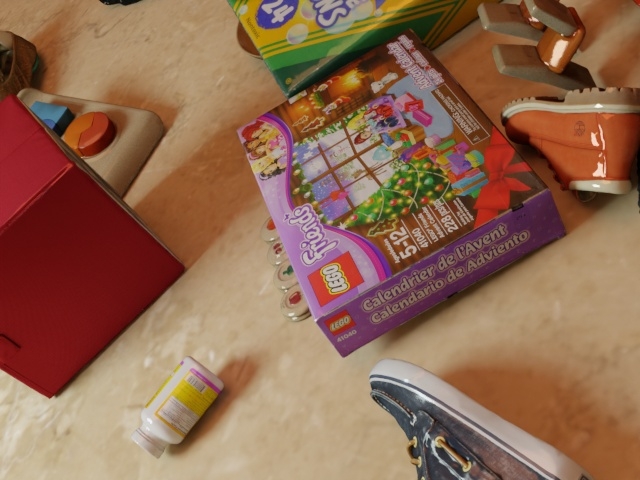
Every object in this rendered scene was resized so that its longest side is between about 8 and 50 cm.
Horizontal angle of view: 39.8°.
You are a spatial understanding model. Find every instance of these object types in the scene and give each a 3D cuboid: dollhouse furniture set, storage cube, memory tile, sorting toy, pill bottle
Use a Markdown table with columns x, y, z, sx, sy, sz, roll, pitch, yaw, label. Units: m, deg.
| x | y | z | sx | sy | sz | roll | pitch | yaw | label |
| --- | --- | --- | --- | --- | --- | --- | --- | --- | --- |
| 0.248 | -0.284 | 0.734 | 0.259 | 0.135 | 0.262 | -93 | 21 | -49 | dollhouse furniture set |
| -0.292 | 0.004 | 0.889 | 0.193 | 0.215 | 0.184 | -44 | 46 | -6 | storage cube |
| 0.000 | 0.000 | 0.814 | 0.113 | 0.012 | 0.148 | -32 | 39 | 10 | memory tile |
| -0.358 | -0.062 | 1.084 | 0.229 | 0.041 | 0.307 | 15 | 62 | 24 | sorting toy |
| -0.123 | 0.143 | 0.753 | 0.083 | 0.043 | 0.043 | -51 | 40 | -13 | pill bottle |

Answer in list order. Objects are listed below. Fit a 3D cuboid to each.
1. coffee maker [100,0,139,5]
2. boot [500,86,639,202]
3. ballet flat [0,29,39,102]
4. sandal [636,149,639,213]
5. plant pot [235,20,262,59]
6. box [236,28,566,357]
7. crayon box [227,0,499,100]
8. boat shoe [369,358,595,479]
| x | y | z | sx | sy | sz | roll | pitch | yaw | label |
| --- | --- | --- | --- | --- | --- | --- | --- | --- | --- |
| -0.290 | -0.479 | 1.445 | 0.171 | 0.120 | 0.178 | 18 | 65 | 21 | coffee maker |
| 0.190 | -0.073 | 0.692 | 0.059 | 0.084 | 0.158 | -3 | 6 | -18 | boot |
| -0.522 | -0.266 | 1.404 | 0.116 | 0.124 | 0.342 | -32 | 39 | 11 | ballet flat |
| 0.275 | -0.045 | 0.541 | 0.107 | 0.167 | 0.445 | 14 | 46 | 0 | sandal |
| 0.002 | -0.298 | 1.082 | 0.236 | 0.032 | 0.236 | -21 | 43 | 21 | plant pot |
| 0.052 | -0.057 | 0.774 | 0.201 | 0.057 | 0.293 | -30 | 40 | 4 | box |
| 0.068 | -0.292 | 0.936 | 0.323 | 0.083 | 0.203 | -34 | 58 | 7 | crayon box |
| 0.079 | 0.143 | 0.570 | 0.083 | 0.065 | 0.183 | -50 | 40 | -14 | boat shoe |
